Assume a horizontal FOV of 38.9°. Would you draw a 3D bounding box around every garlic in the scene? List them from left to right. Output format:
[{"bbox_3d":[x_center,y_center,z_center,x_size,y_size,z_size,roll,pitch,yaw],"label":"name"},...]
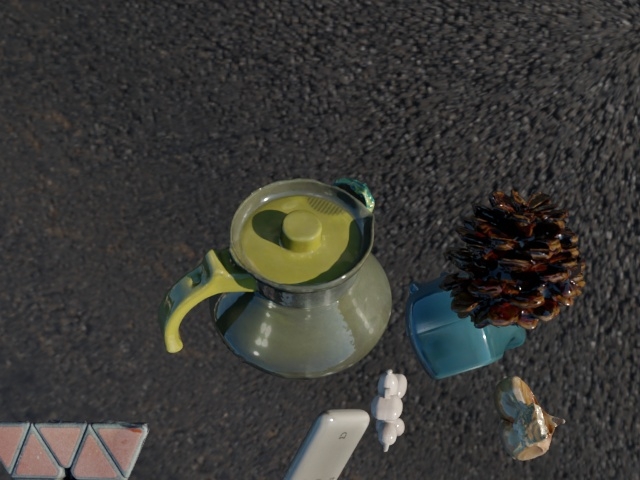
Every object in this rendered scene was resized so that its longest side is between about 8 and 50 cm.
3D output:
[{"bbox_3d":[0.410,0.357,1.828,0.124,0.099,0.174,-20,83,38],"label":"garlic"}]

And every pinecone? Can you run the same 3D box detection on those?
[{"bbox_3d":[0.283,0.024,1.346,0.221,0.221,0.221,5,104,19],"label":"pinecone"}]

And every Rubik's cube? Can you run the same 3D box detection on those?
[{"bbox_3d":[-0.390,0.373,1.519,0.229,0.228,0.233,40,156,45],"label":"Rubik's cube"}]

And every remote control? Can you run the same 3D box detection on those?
[{"bbox_3d":[-0.025,0.284,0.962,0.029,0.067,0.261,48,119,43],"label":"remote control"}]

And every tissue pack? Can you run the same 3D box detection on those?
[{"bbox_3d":[0.301,0.158,1.892,0.198,0.287,0.206,-21,86,30],"label":"tissue pack"}]

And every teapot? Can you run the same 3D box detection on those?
[{"bbox_3d":[-0.031,0.033,0.627,0.166,0.130,0.119,-15,141,-14],"label":"teapot"}]

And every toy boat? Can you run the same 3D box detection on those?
[{"bbox_3d":[0.001,0.002,1.812,0.108,0.099,0.293,38,98,10],"label":"toy boat"}]

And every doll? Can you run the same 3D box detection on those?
[{"bbox_3d":[0.130,0.314,1.719,0.059,0.160,0.161,4,96,9],"label":"doll"}]

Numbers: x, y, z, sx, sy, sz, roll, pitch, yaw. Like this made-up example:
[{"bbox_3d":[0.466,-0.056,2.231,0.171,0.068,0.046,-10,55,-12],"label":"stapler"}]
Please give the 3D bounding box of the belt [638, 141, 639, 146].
[{"bbox_3d":[0.646,-0.175,1.625,0.121,0.151,0.079,-8,87,-20],"label":"belt"}]
